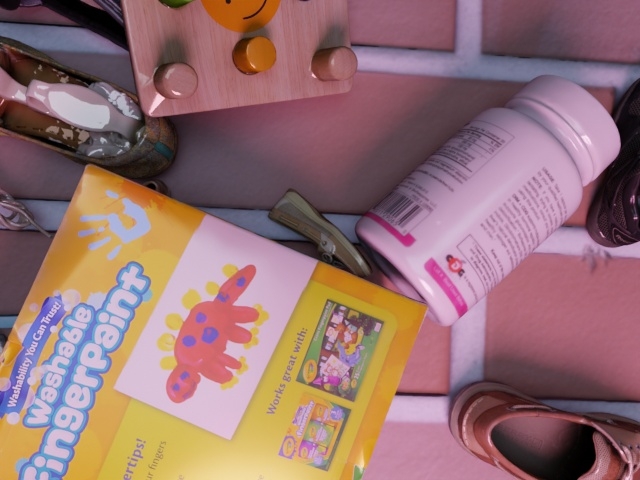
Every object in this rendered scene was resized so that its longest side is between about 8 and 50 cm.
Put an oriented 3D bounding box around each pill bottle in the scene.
[{"bbox_3d":[0.192,-0.049,0.694,0.283,0.160,0.160,-41,91,-4],"label":"pill bottle"}]

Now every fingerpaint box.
[{"bbox_3d":[-0.150,0.202,0.634,0.371,0.163,0.444,23,83,-11],"label":"fingerpaint box"}]

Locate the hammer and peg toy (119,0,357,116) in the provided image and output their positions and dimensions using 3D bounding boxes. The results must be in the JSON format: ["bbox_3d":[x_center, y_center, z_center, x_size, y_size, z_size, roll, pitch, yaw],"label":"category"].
[{"bbox_3d":[-0.086,-0.326,0.630,0.266,0.127,0.361,-12,108,-23],"label":"hammer and peg toy"}]

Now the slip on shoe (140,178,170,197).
[{"bbox_3d":[-0.235,-0.019,0.723,0.051,0.041,0.135,43,86,-1],"label":"slip on shoe"}]

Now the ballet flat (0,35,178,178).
[{"bbox_3d":[-0.335,-0.166,0.686,0.349,0.123,0.123,20,87,-3],"label":"ballet flat"}]

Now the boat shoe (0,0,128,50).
[{"bbox_3d":[-0.329,-0.310,0.686,0.340,0.127,0.113,24,75,-12],"label":"boat shoe"}]

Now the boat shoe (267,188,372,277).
[{"bbox_3d":[-0.001,-0.001,0.713,0.048,0.056,0.153,-46,66,-1],"label":"boat shoe"}]

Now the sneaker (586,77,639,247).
[{"bbox_3d":[0.408,-0.103,0.729,0.087,0.130,0.227,21,85,-5],"label":"sneaker"}]

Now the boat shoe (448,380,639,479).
[{"bbox_3d":[0.316,0.263,0.713,0.325,0.116,0.123,14,87,-3],"label":"boat shoe"}]

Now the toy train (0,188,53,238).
[{"bbox_3d":[-0.448,-0.030,0.685,0.248,0.105,0.143,40,96,-2],"label":"toy train"}]

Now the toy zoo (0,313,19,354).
[{"bbox_3d":[-0.333,0.183,0.715,0.294,0.030,0.192,-1,88,-4],"label":"toy zoo"}]
